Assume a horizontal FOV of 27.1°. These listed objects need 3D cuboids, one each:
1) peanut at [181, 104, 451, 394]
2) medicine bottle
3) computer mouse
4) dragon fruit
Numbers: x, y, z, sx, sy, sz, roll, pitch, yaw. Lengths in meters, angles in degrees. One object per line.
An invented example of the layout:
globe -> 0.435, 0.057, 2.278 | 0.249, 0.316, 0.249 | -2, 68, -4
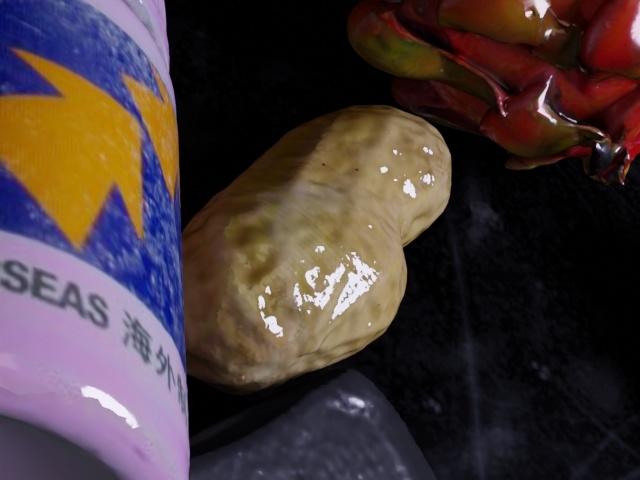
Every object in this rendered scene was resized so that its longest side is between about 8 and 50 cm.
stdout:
peanut -> 0.000, 0.000, 0.679 | 0.108, 0.095, 0.226 | 34, 41, 6
medicine bottle -> -0.141, -0.013, 0.503 | 0.178, 0.178, 0.290 | 19, 42, -25
computer mouse -> -0.028, 0.136, 0.574 | 0.217, 0.073, 0.122 | -18, 78, -44
dragon fruit -> 0.126, -0.168, 0.790 | 0.243, 0.227, 0.307 | 24, -4, 31
